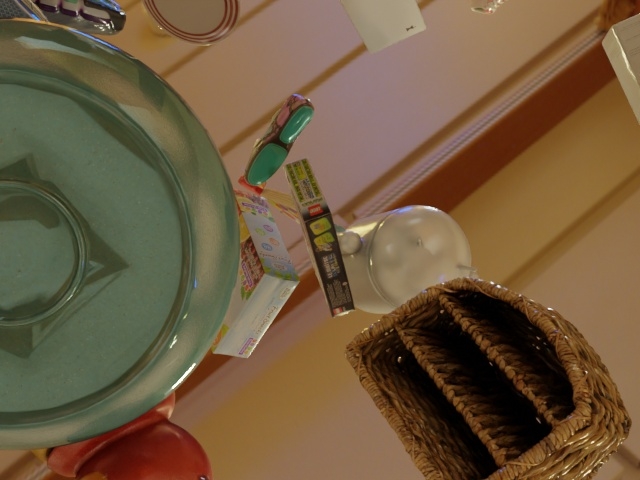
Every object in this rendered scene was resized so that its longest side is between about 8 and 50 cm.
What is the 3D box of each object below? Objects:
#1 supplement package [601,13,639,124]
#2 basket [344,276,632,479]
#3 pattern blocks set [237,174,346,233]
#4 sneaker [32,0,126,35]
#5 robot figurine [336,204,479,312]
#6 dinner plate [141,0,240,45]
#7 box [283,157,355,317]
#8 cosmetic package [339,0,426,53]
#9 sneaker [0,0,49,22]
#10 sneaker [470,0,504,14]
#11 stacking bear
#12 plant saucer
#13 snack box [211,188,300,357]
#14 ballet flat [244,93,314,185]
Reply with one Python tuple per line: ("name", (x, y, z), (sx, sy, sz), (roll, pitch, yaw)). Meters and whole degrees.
("supplement package", (0.611, -0.321, 1.393), (0.105, 0.105, 0.179), (-22, -97, 7))
("basket", (0.217, 0.176, 0.979), (0.213, 0.223, 0.299), (-57, -141, 19))
("pattern blocks set", (-0.057, -0.067, 1.747), (0.026, 0.285, 0.325), (-57, -163, -6))
("sneaker", (-0.297, -0.203, 0.693), (0.224, 0.098, 0.083), (8, -153, -27))
("robot figurine", (0.154, 0.041, 1.460), (0.300, 0.353, 0.199), (14, -101, -20))
("dinner plate", (-0.174, -0.322, 1.004), (0.017, 0.141, 0.141), (-22, -145, 58))
("box", (0.000, 0.000, 1.036), (0.036, 0.207, 0.114), (-19, -132, -3))
("cosmetic package", (0.009, -0.442, 0.928), (0.098, 0.377, 0.284), (-24, -109, 12))
("sneaker", (-0.226, -0.113, 0.579), (0.129, 0.330, 0.147), (-54, -157, -1))
("sneaker", (0.362, -0.489, 1.519), (0.134, 0.051, 0.070), (3, -96, 32))
("stacking bear", (-0.199, 0.133, 0.656), (0.175, 0.164, 0.289), (-42, -108, 17))
("plant saucer", (-0.214, 0.006, 0.529), (0.318, 0.317, 0.044), (-28, -167, -4))
("snack box", (-0.128, 0.050, 1.194), (0.174, 0.070, 0.207), (-55, -142, 28))
("ballet flat", (-0.097, -0.219, 1.632), (0.221, 0.077, 0.079), (-54, -136, 12))
